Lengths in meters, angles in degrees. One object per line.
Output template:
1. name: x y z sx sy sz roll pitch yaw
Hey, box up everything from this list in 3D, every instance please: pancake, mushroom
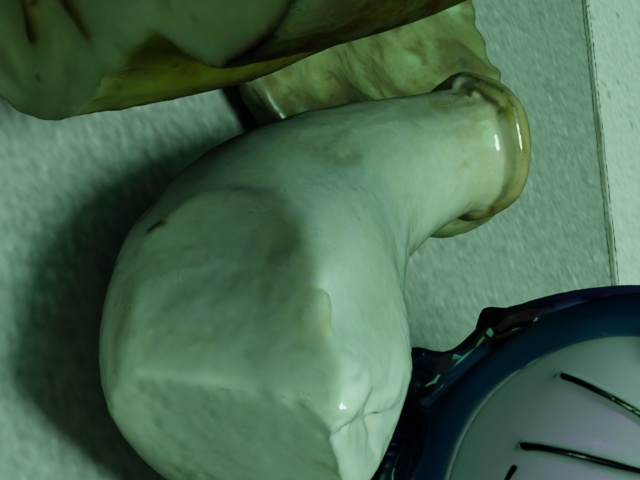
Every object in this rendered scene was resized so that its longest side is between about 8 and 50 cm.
1. pancake: 0.015 -0.109 0.815 0.222 0.042 0.236 -22 86 -53
2. mushroom: 0.000 0.000 0.643 0.270 0.118 0.103 -57 158 -56

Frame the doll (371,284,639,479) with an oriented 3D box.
1. doll: 0.124 0.158 0.621 0.240 0.284 0.309 92 9 -63

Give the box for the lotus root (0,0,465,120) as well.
1. lotus root: -0.002 -0.188 0.626 0.346 0.250 0.250 -28 93 -53
